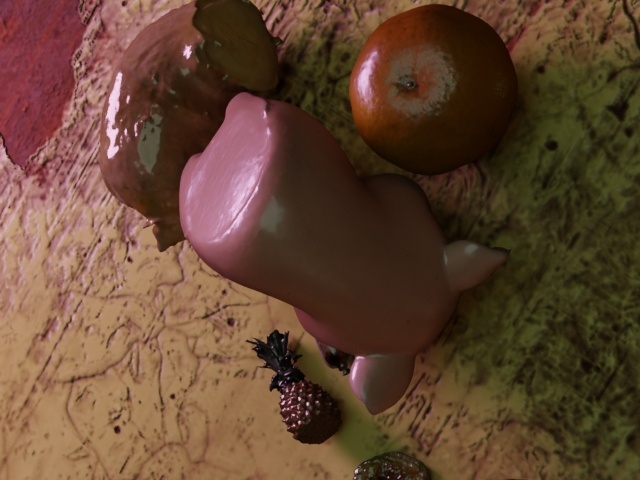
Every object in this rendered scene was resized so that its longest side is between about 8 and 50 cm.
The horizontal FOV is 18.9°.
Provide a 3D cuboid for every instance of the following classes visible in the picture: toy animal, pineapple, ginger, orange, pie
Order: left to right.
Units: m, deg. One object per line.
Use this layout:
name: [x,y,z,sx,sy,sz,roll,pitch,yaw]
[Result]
ginger: [-0.140,-0.124,1.901,0.152,0.138,0.267,21,93,40]
pineapple: [-0.026,0.139,1.859,0.058,0.058,0.124,-44,51,16]
toy animal: [0.003,0.001,1.771,0.195,0.256,0.213,-57,18,14]
pie: [0.066,0.237,1.804,0.084,0.020,0.084,-5,80,27]
orange: [0.106,-0.138,1.774,0.159,0.136,0.159,-1,87,23]

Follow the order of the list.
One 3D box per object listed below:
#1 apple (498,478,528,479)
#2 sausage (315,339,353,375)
apple: [0.165,0.310,1.646,0.211,0.188,0.211,-4,82,32]
sausage: [-0.021,0.010,1.878,0.033,0.033,0.269,-28,70,22]
